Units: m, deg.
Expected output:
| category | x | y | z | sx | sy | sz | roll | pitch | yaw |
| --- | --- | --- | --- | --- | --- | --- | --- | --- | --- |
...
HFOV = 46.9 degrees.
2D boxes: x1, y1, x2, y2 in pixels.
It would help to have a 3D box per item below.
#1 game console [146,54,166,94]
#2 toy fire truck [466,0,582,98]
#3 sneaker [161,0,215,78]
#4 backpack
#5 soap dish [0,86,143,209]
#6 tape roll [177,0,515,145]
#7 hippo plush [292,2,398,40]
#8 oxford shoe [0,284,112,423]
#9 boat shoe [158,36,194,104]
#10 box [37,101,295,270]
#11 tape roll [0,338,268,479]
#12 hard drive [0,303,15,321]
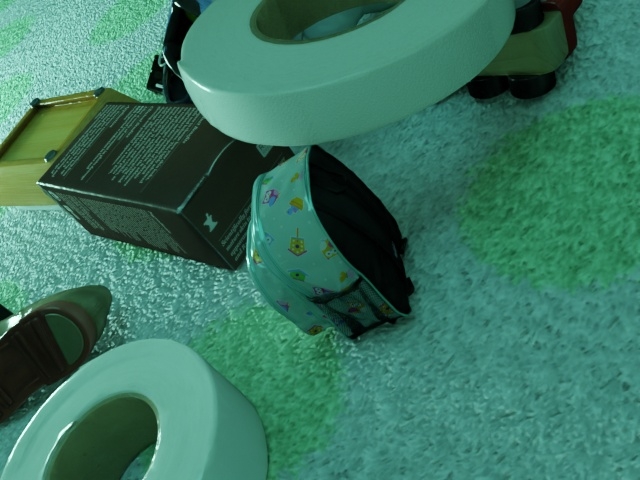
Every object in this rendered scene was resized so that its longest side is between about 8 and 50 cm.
| category | x | y | z | sx | sy | sz | roll | pitch | yaw |
| --- | --- | --- | --- | --- | --- | --- | --- | --- | --- |
| game console | -0.275 | -0.331 | 1.451 | 0.122 | 0.071 | 0.107 | 24 | 99 | 48 |
| toy fire truck | 0.241 | -0.318 | 0.966 | 0.217 | 0.158 | 0.246 | 10 | 47 | 42 |
| sneaker | -0.180 | -0.279 | 1.108 | 0.130 | 0.330 | 0.147 | 27 | 63 | 10 |
| backpack | 0.000 | 0.000 | 0.790 | 0.144 | 0.188 | 0.165 | -20 | 43 | 20 |
| soap dish | -0.474 | -0.169 | 1.360 | 0.291 | 0.118 | 0.229 | 1 | 53 | 39 |
| tape roll | 0.025 | -0.254 | 0.859 | 0.392 | 0.072 | 0.392 | -13 | 41 | 11 |
| hippo plush | 0.022 | -0.406 | 1.129 | 0.237 | 0.234 | 0.294 | -36 | 39 | 3 |
| oxford shoe | -0.431 | 0.167 | 1.037 | 0.348 | 0.123 | 0.130 | -24 | 15 | 18 |
| boat shoe | -0.241 | -0.309 | 1.317 | 0.095 | 0.079 | 0.254 | -3 | 56 | 8 |
| box | -0.230 | -0.095 | 1.095 | 0.381 | 0.143 | 0.191 | 11 | 59 | 44 |
| tape roll | -0.200 | 0.246 | 0.772 | 0.286 | 0.100 | 0.286 | -21 | 43 | 20 |
| hard drive | -0.520 | 0.121 | 1.132 | 0.135 | 0.094 | 0.022 | -6 | 50 | 32 |
